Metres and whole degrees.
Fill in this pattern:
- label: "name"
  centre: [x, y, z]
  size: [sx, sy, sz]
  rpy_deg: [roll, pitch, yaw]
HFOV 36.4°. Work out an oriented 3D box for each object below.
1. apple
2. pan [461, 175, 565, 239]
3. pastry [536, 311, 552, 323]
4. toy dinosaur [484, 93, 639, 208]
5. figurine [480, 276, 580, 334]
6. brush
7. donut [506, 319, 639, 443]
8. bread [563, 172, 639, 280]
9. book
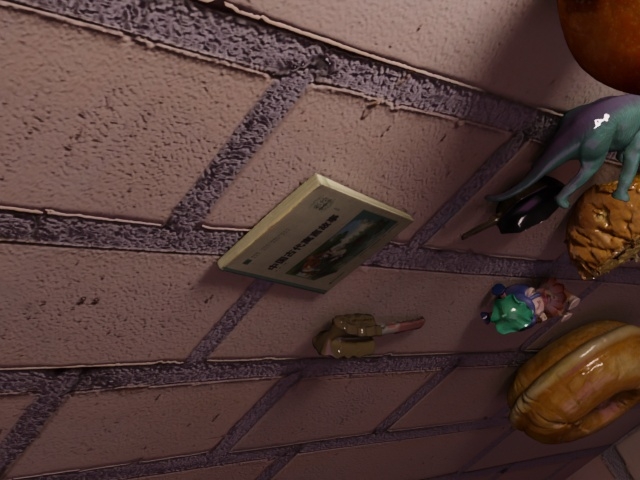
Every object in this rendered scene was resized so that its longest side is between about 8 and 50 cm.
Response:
- label: "apple"
  centre: [0.401, -0.296, 1.182]
  size: [0.230, 0.230, 0.230]
  rpy_deg: [-22, 150, -13]
- label: "pan"
  centre: [0.326, -0.064, 1.648]
  size: [0.202, 0.048, 0.128]
  rpy_deg: [-4, 141, -41]
- label: "pastry"
  centre: [0.462, 0.155, 2.115]
  size: [0.140, 0.056, 0.080]
  rpy_deg: [-14, 155, -38]
- label: "toy dinosaur"
  centre: [0.454, -0.217, 1.500]
  size: [0.383, 0.129, 0.331]
  rpy_deg: [-12, 136, -27]
- label: "figurine"
  centre: [0.429, 0.136, 2.011]
  size: [0.195, 0.102, 0.111]
  rpy_deg: [-11, 134, -35]
- label: "brush"
  centre: [0.107, 0.170, 1.815]
  size: [0.301, 0.071, 0.084]
  rpy_deg: [0, 137, -50]
- label: "donut"
  centre: [0.676, 0.360, 2.485]
  size: [0.448, 0.198, 0.449]
  rpy_deg: [-23, 149, -15]
- label: "bread"
  centre: [0.562, -0.046, 1.802]
  size: [0.160, 0.147, 0.261]
  rpy_deg: [-19, 157, -35]
- label: "book"
  centre: [0.000, 0.000, 1.485]
  size: [0.215, 0.025, 0.282]
  rpy_deg: [-41, 151, 22]
